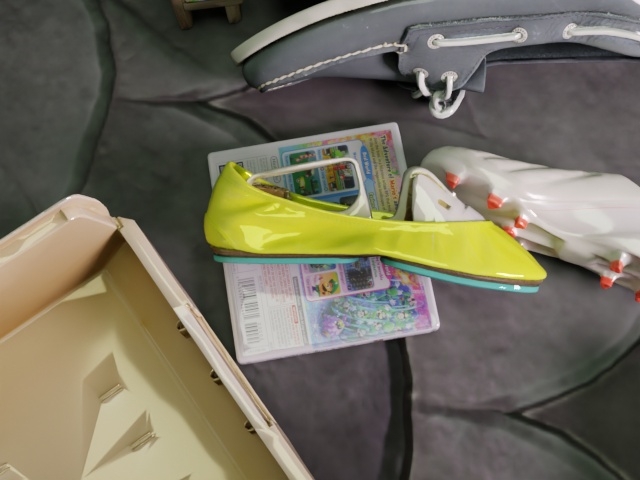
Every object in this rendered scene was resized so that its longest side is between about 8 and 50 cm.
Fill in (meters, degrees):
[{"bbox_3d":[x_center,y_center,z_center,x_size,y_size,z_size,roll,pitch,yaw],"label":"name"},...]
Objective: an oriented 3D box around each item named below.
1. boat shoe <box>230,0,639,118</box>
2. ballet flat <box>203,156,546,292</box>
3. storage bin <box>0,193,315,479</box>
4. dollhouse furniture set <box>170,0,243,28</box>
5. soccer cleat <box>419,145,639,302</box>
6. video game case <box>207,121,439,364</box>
[{"bbox_3d":[0.097,-0.138,0.620,0.319,0.116,0.099,-13,99,5],"label":"boat shoe"},{"bbox_3d":[0.037,-0.014,0.582,0.230,0.077,0.077,6,95,5],"label":"ballet flat"},{"bbox_3d":[-0.161,0.151,0.542,0.260,0.123,0.262,-35,77,-8],"label":"storage bin"},{"bbox_3d":[-0.019,-0.303,0.639,0.212,0.161,0.242,-7,75,-1],"label":"dollhouse furniture set"},{"bbox_3d":[0.165,-0.024,0.618,0.196,0.068,0.076,24,62,6],"label":"soccer cleat"},{"bbox_3d":[0.000,0.000,0.633,0.143,0.019,0.157,-10,74,-2],"label":"video game case"}]
